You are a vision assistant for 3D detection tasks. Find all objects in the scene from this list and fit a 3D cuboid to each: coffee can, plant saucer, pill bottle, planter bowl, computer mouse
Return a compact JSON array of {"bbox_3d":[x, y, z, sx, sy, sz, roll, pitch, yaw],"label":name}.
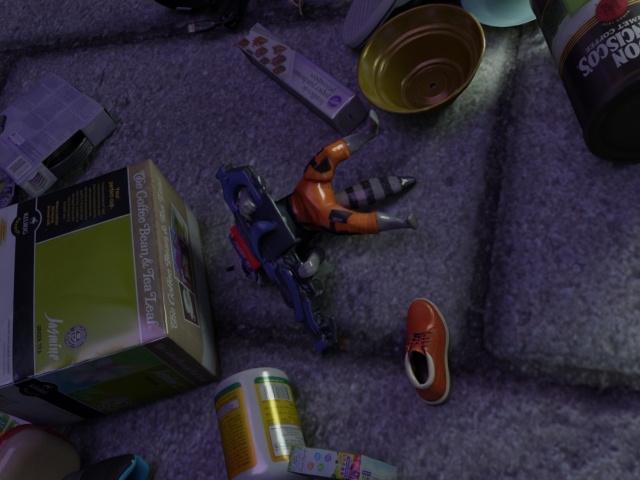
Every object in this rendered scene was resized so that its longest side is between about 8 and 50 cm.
[{"bbox_3d":[0.428,-0.278,0.973,0.201,0.201,0.275,-20,58,18],"label":"coffee can"},{"bbox_3d":[0.339,-0.434,1.197,0.195,0.037,0.195,-12,61,21],"label":"plant saucer"},{"bbox_3d":[-0.080,0.299,0.998,0.117,0.117,0.208,-26,57,13],"label":"pill bottle"},{"bbox_3d":[0.178,-0.281,1.170,0.217,0.090,0.217,-12,61,23],"label":"planter bowl"},{"bbox_3d":[-0.274,-0.519,1.543,0.262,0.060,0.184,5,64,16],"label":"computer mouse"}]

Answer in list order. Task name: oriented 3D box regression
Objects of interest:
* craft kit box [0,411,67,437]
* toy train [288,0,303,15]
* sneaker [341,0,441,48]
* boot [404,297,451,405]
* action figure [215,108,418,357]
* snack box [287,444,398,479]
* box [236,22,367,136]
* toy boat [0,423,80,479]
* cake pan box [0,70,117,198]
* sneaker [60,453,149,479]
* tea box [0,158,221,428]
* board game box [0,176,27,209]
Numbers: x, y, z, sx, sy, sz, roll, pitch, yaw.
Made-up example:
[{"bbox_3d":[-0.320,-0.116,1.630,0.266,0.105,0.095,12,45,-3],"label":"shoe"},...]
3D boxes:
[{"bbox_3d":[-0.579,0.329,1.279,0.250,0.061,0.247,20,79,33],"label":"craft kit box"},{"bbox_3d":[-0.116,-0.534,1.429,0.143,0.105,0.248,-14,61,14],"label":"toy train"},{"bbox_3d":[0.170,-0.462,1.249,0.321,0.127,0.126,-51,33,26],"label":"sneaker"},{"bbox_3d":[0.146,0.145,0.980,0.059,0.084,0.158,-18,58,21],"label":"boot"},{"bbox_3d":[0.000,0.000,1.119,0.330,0.178,0.341,-26,84,22],"label":"action figure"},{"bbox_3d":[0.033,0.303,0.923,0.100,0.141,0.037,-2,66,26],"label":"snack box"},{"bbox_3d":[-0.041,-0.308,1.312,0.063,0.067,0.324,-46,54,0],"label":"box"},{"bbox_3d":[-0.511,0.400,1.122,0.151,0.151,0.231,11,62,41],"label":"toy boat"},{"bbox_3d":[-0.612,-0.238,1.543,0.267,0.070,0.246,32,74,35],"label":"cake pan box"},{"bbox_3d":[-0.295,0.478,1.017,0.139,0.125,0.341,-28,59,7],"label":"sneaker"},{"bbox_3d":[-0.367,0.093,1.156,0.323,0.220,0.329,-17,59,7],"label":"tea box"},{"bbox_3d":[-0.809,-0.002,1.566,0.347,0.056,0.208,-19,63,18],"label":"board game box"}]
